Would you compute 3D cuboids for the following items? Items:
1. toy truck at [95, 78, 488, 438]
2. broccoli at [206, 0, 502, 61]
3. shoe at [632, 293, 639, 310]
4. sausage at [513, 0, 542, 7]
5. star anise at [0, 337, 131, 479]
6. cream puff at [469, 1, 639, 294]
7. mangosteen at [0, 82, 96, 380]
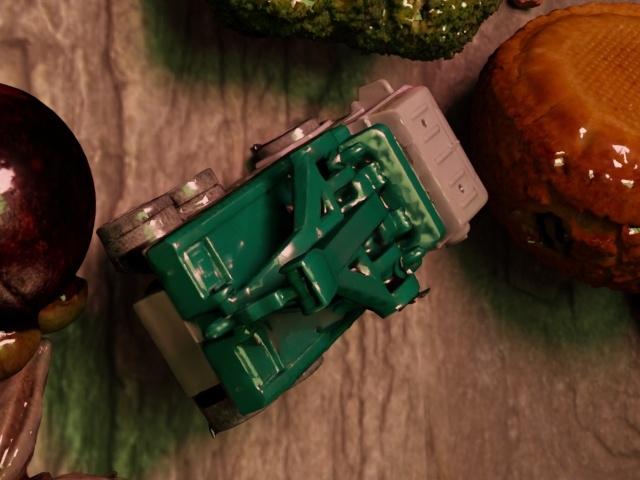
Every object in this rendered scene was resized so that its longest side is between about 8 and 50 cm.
[{"bbox_3d":[-0.005,0.002,1.010,0.177,0.178,0.363,61,30,-7],"label":"toy truck"},{"bbox_3d":[0.023,-0.295,1.090,0.303,0.283,0.321,-18,60,-20],"label":"broccoli"},{"bbox_3d":[0.322,0.039,1.331,0.071,0.049,0.179,-11,66,-37],"label":"shoe"},{"bbox_3d":[0.198,-0.262,1.329,0.034,0.034,0.083,11,72,-29],"label":"sausage"},{"bbox_3d":[-0.237,0.182,0.924,0.257,0.110,0.198,-26,78,-40],"label":"star anise"},{"bbox_3d":[0.271,-0.069,1.219,0.303,0.212,0.303,6,44,-6],"label":"cream puff"},{"bbox_3d":[-0.245,-0.012,0.911,0.209,0.210,0.210,8,75,-30],"label":"mangosteen"}]
